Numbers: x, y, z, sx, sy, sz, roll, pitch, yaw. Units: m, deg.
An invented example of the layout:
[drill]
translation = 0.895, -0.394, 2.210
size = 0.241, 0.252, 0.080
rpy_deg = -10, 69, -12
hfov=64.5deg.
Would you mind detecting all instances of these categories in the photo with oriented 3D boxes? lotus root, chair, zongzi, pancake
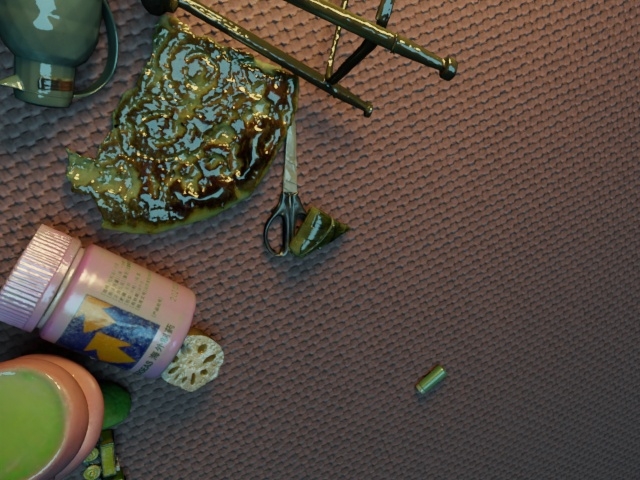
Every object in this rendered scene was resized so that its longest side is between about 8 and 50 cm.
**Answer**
[lotus root]
translation = -0.261, 0.229, 1.019
size = 0.122, 0.081, 0.112
rpy_deg = 35, 92, -25
[chair]
translation = -0.028, -0.429, 0.736
size = 0.409, 0.362, 0.365
rpy_deg = 11, 93, -13
[zongzi]
translation = 0.000, 0.000, 1.036
size = 0.119, 0.055, 0.109
rpy_deg = 27, 97, -43
[pancake]
translation = -0.242, -0.180, 0.914
size = 0.304, 0.067, 0.427
rpy_deg = 35, 94, -18

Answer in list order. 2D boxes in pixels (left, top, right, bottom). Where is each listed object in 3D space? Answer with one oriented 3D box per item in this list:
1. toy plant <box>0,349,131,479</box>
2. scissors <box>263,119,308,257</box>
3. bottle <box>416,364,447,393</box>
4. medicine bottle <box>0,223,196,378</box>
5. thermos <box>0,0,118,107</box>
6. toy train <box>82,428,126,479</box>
[toy plant]
translation = -0.496, 0.300, 0.841
size = 0.316, 0.356, 0.211
rpy_deg = -12, 86, -18
[scissors]
translation = -0.062, -0.111, 1.010
size = 0.109, 0.022, 0.300
rpy_deg = -5, 108, -21
[bottle]
translation = 0.278, 0.350, 1.273
size = 0.083, 0.030, 0.030
rpy_deg = -40, 115, -3
[medicine bottle]
translation = -0.384, 0.110, 0.883
size = 0.290, 0.178, 0.178
rpy_deg = 30, 96, -26
[thermos]
translation = -0.391, -0.345, 0.762
size = 0.182, 0.144, 0.287
rpy_deg = -10, 117, -52
[toy train]
translation = -0.447, 0.485, 1.051
size = 0.081, 0.060, 0.203
rpy_deg = -6, 109, -25
